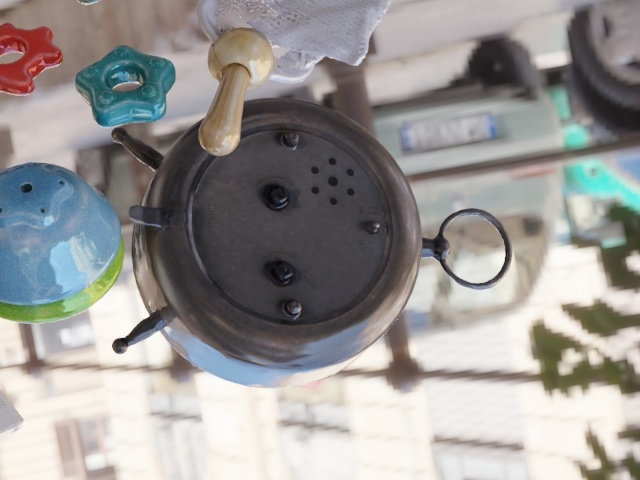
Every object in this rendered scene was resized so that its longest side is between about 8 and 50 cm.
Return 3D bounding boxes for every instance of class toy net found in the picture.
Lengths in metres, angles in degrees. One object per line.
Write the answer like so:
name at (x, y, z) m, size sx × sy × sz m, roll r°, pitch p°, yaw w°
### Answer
toy net at (-0.070, -0.064, 0.736) m, size 0.232 × 0.045 × 0.122 m, roll -34°, pitch -124°, yaw -24°

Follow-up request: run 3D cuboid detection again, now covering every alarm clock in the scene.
alarm clock at (0.000, 0.000, 0.797) m, size 0.192 × 0.129 × 0.064 m, roll 2°, pitch 163°, yaw -17°

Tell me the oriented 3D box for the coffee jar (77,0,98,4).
coffee jar at (-0.205, -0.288, 1.392) m, size 0.096 × 0.184 × 0.079 m, roll -20°, pitch -150°, yaw 28°

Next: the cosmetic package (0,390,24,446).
cosmetic package at (-0.240, 0.105, 0.666) m, size 0.231 × 0.117 × 0.085 m, roll -40°, pitch 177°, yaw 10°
